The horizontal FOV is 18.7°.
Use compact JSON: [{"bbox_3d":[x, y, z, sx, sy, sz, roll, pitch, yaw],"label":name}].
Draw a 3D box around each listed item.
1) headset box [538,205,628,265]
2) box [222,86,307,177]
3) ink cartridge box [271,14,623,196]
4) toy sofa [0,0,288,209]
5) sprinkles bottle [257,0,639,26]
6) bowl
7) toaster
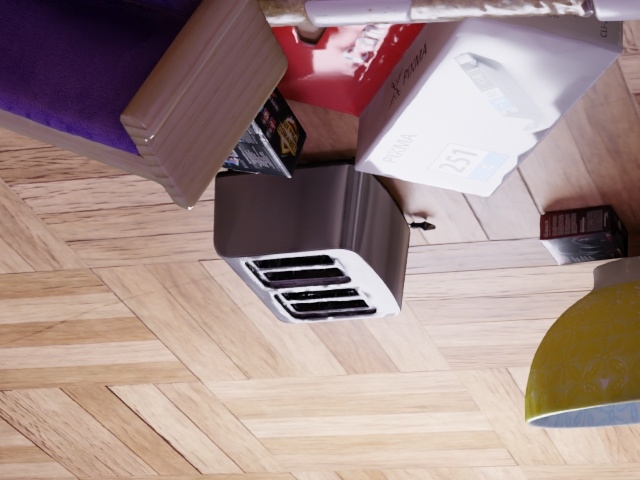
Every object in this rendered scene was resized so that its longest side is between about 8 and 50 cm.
[{"bbox_3d":[0.263,-0.004,1.967,0.083,0.032,0.062,-8,151,23],"label":"headset box"},{"bbox_3d":[-0.129,-0.137,1.719,0.175,0.051,0.220,9,157,25],"label":"box"},{"bbox_3d":[0.082,-0.148,1.678,0.261,0.066,0.296,12,153,-13],"label":"ink cartridge box"},{"bbox_3d":[-0.221,-0.171,1.447,0.362,0.150,0.177,20,155,31],"label":"toy sofa"},{"bbox_3d":[0.080,-0.222,1.465,0.355,0.121,0.121,0,153,14],"label":"sprinkles bottle"},{"bbox_3d":[0.345,0.099,1.990,0.289,0.156,0.289,-5,169,-1],"label":"bowl"},{"bbox_3d":[0.000,0.000,1.944,0.186,0.110,0.168,-5,153,20],"label":"toaster"}]
